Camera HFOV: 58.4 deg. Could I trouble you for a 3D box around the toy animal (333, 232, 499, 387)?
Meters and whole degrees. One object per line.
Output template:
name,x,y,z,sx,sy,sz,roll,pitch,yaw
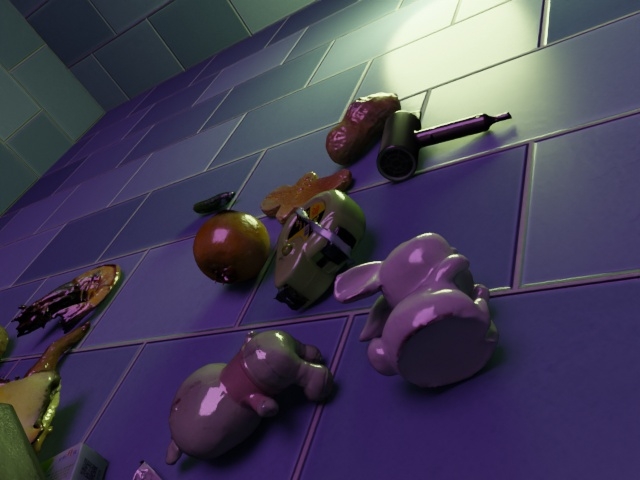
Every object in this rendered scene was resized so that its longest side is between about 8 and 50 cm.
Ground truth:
toy animal,0.119,0.087,0.713,0.178,0.127,0.193,-36,32,5

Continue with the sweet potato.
sweet potato,-0.596,0.262,1.285,0.050,0.050,0.214,-11,36,37

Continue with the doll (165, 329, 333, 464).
doll,-0.121,0.210,0.797,0.275,0.113,0.155,-30,33,9

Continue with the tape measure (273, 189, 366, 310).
tape measure,0.000,0.000,0.982,0.175,0.106,0.200,-40,25,22

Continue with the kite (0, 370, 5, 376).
kite,-0.847,0.410,1.369,0.232,0.009,0.189,-41,29,-9

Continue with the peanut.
peanut,0.091,-0.253,1.266,0.214,0.099,0.099,-50,32,-12

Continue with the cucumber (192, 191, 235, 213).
cucumber,-0.267,-0.094,1.455,0.155,0.037,0.037,-17,35,33

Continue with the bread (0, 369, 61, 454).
bread,-0.608,0.362,1.048,0.262,0.162,0.204,-7,33,4

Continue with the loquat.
loquat,-0.171,0.014,1.105,0.163,0.137,0.163,-9,41,8

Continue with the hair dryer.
hair dryer,0.236,-0.216,1.094,0.248,0.078,0.195,-10,38,23

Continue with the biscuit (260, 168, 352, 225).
biscuit,-0.037,-0.091,1.218,0.234,0.030,0.153,-7,40,41

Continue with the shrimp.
shrimp,-0.618,0.162,1.426,0.289,0.075,0.178,-31,30,-24

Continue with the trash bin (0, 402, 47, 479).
trash bin,-0.491,0.370,0.816,0.164,0.122,0.240,-48,55,2

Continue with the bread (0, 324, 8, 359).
bread,-0.936,0.303,1.497,0.230,0.123,0.230,-28,30,18

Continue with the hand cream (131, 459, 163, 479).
hand cream,-0.318,0.418,0.776,0.257,0.050,0.084,-41,31,-24

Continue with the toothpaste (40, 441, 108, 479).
toothpaste,-0.498,0.438,0.914,0.336,0.067,0.081,-29,28,11
